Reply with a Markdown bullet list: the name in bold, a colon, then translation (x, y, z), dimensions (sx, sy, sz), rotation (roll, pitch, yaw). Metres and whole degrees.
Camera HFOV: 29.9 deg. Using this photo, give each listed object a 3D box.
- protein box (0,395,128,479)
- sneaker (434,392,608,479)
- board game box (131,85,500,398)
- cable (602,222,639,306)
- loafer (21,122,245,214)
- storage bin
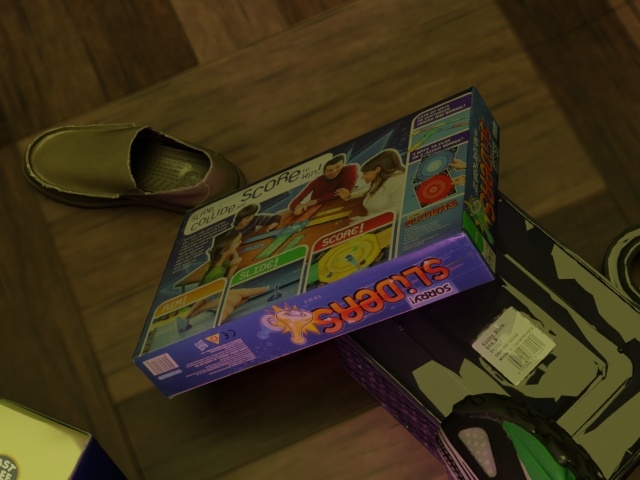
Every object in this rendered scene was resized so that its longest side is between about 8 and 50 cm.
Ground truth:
- **protein box**: translation (-0.199, 0.174, 0.581), dimensions (0.136, 0.201, 0.199), rotation (22, 71, 6)
- **sneaker**: translation (0.103, 0.237, 0.531), dimensions (0.146, 0.134, 0.343), rotation (-13, 87, 8)
- **board game box**: translation (0.000, 0.000, 0.658), dimensions (0.201, 0.035, 0.136), rotation (-22, 32, 25)
- **cable**: translation (0.314, 0.038, 0.692), dimensions (0.287, 0.072, 0.139), rotation (-8, 83, 16)
- **loafer**: translation (-0.121, -0.050, 0.760), dimensions (0.148, 0.050, 0.056), rotation (6, 68, 8)
- **storage bin**: translation (0.103, 0.067, 0.669), dimensions (0.122, 0.084, 0.180), rotation (-43, 69, -12)
